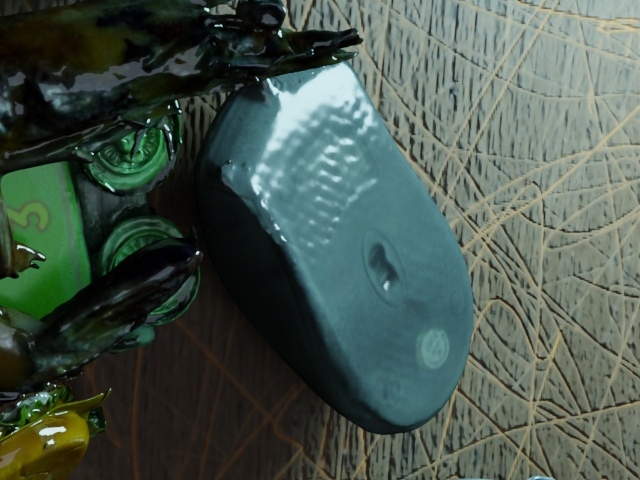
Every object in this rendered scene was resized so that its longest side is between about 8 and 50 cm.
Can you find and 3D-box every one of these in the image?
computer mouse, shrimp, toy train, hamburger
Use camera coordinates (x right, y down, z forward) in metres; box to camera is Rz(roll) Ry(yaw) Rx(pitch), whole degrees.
[{"bbox_3d":[0.000,0.000,1.408,0.188,0.122,0.371,-53,131,-32],"label":"computer mouse"},{"bbox_3d":[-0.168,-0.039,1.215,0.445,0.085,0.272,-22,110,-5],"label":"shrimp"},{"bbox_3d":[-0.200,-0.024,1.315,0.188,0.132,0.243,-14,106,-18],"label":"toy train"},{"bbox_3d":[-0.249,0.154,1.330,0.189,0.093,0.164,-15,151,-52],"label":"hamburger"}]

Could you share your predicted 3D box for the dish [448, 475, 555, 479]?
[{"bbox_3d":[0.112,0.309,1.574,0.236,0.086,0.228,-26,113,-20],"label":"dish"}]
